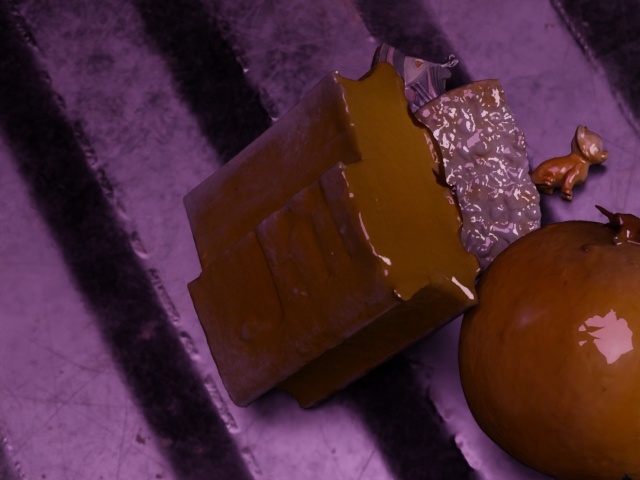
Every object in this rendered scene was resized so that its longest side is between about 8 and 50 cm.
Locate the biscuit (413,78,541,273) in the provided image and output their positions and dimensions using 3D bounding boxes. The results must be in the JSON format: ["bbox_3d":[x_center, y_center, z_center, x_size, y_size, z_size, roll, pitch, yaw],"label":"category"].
[{"bbox_3d":[0.137,-0.035,1.976,0.188,0.040,0.265,24,91,-16],"label":"biscuit"}]

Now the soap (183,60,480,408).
[{"bbox_3d":[0.000,0.000,1.900,0.143,0.281,0.259,-1,64,-38],"label":"soap"}]

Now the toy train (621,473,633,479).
[{"bbox_3d":[0.325,0.341,1.742,0.120,0.301,0.202,-48,29,22],"label":"toy train"}]

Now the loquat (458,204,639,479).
[{"bbox_3d":[0.266,0.096,1.833,0.275,0.275,0.274,-2,71,7],"label":"loquat"}]

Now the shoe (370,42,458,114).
[{"bbox_3d":[0.098,-0.115,2.032,0.092,0.089,0.180,0,75,-6],"label":"shoe"}]

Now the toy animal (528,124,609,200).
[{"bbox_3d":[0.251,-0.086,2.014,0.081,0.060,0.083,22,84,13],"label":"toy animal"}]
